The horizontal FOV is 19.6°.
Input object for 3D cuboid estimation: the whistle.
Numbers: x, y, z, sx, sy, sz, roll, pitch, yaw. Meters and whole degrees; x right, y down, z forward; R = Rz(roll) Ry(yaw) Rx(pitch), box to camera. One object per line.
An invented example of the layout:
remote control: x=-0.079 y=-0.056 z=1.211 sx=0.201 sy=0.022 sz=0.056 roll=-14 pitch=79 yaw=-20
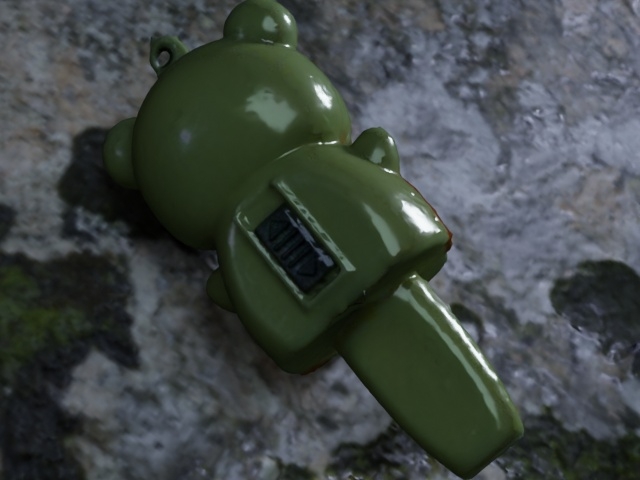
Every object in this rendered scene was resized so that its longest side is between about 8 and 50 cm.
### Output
whistle: x=0.000 y=0.000 z=0.957 sx=0.288 sy=0.131 sz=0.106 roll=50 pitch=13 yaw=12
